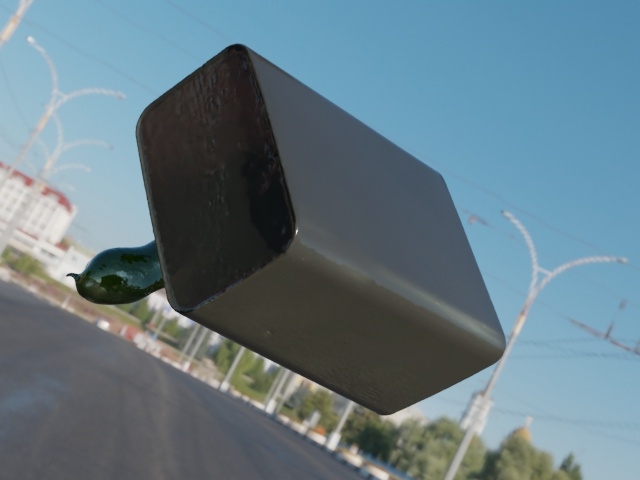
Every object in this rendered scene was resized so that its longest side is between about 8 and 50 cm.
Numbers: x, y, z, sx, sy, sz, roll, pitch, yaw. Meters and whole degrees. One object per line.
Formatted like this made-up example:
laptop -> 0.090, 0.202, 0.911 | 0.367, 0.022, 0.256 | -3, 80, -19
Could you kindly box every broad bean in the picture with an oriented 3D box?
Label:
broad bean -> -0.122, 0.019, 0.889 | 0.052, 0.053, 0.256 | 27, 21, 32

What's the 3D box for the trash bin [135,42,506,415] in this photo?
trash bin -> 0.000, 0.000, 0.608 | 0.225, 0.115, 0.165 | 29, 37, -49
